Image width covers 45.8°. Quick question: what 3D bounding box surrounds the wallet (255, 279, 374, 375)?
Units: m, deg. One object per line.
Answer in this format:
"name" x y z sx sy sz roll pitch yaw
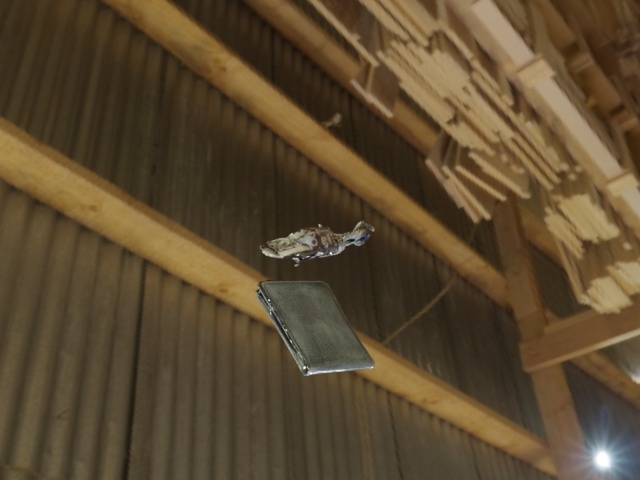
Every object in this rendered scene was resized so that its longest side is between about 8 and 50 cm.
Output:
"wallet" -0.013 0.156 1.401 0.167 0.036 0.222 3 -138 -41

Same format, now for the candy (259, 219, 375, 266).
"candy" 0.000 0.001 1.059 0.226 0.094 0.051 -14 -91 -59
